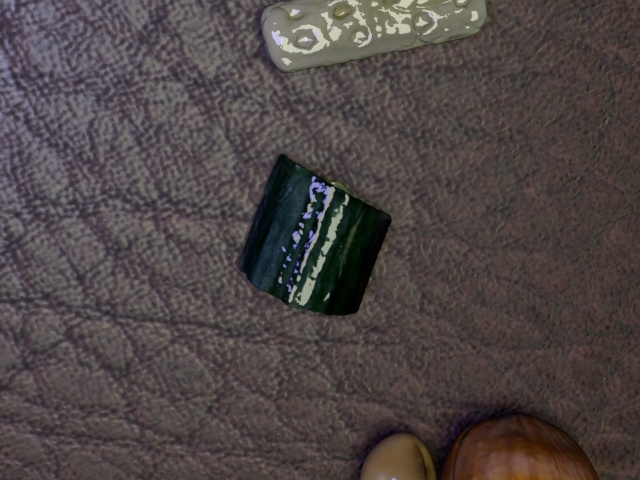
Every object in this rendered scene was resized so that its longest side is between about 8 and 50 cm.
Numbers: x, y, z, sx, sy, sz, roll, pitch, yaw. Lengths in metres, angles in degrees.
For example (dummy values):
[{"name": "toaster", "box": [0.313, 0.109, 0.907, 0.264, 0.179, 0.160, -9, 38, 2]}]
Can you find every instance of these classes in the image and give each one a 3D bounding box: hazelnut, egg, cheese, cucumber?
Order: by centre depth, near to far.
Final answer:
[{"name": "cheese", "box": [0.045, -0.188, 1.083, 0.194, 0.043, 0.065, -11, 102, -7]}, {"name": "cucumber", "box": [0.000, 0.000, 1.100, 0.116, 0.062, 0.115, 20, 99, -11]}, {"name": "hazelnut", "box": [0.178, 0.231, 1.142, 0.150, 0.150, 0.150, -2, 100, -10]}, {"name": "egg", "box": [0.070, 0.214, 1.143, 0.071, 0.071, 0.083, 11, 82, -11]}]
